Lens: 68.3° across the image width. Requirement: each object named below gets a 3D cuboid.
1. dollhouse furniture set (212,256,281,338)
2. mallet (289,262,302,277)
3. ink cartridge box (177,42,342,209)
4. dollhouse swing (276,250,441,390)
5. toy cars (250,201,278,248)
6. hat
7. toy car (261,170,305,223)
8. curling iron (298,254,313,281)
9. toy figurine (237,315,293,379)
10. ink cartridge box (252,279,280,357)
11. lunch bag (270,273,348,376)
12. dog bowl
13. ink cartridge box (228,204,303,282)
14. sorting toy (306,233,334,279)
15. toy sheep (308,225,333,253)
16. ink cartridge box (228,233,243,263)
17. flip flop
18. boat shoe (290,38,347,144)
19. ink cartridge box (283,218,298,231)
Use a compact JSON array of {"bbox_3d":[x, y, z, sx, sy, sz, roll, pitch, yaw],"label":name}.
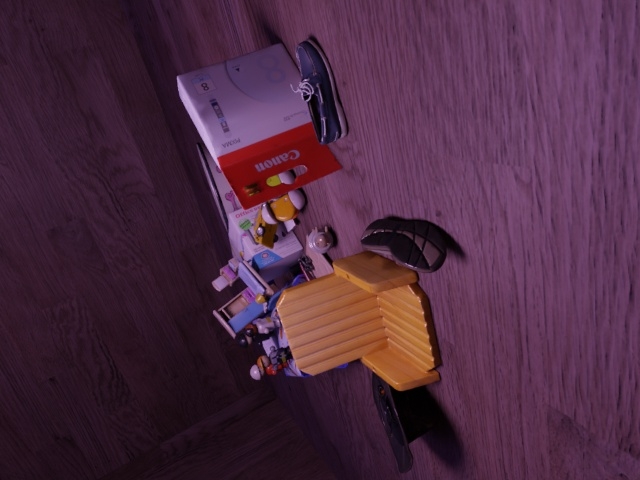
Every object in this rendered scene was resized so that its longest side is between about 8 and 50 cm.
[{"bbox_3d":[-0.326,0.196,1.823,0.286,0.198,0.303,46,155,12],"label":"dollhouse furniture set"},{"bbox_3d":[-0.110,0.136,1.986,0.039,0.062,0.189,62,160,10],"label":"mallet"},{"bbox_3d":[-0.153,-0.309,1.245,0.384,0.308,0.091,60,160,12],"label":"ink cartridge box"},{"bbox_3d":[0.095,0.257,1.298,0.315,0.305,0.346,26,136,59],"label":"dollhouse swing"},{"bbox_3d":[-0.235,-0.160,1.749,0.087,0.176,0.393,0,113,31],"label":"toy cars"},{"bbox_3d":[0.260,0.522,1.440,0.331,0.134,0.331,170,90,-82],"label":"hat"},{"bbox_3d":[-0.138,-0.152,1.657,0.181,0.159,0.136,63,-164,4],"label":"toy car"},{"bbox_3d":[-0.019,0.182,1.755,0.273,0.035,0.068,68,163,2],"label":"curling iron"},{"bbox_3d":[-0.214,0.405,1.789,0.213,0.148,0.209,66,157,19],"label":"toy figurine"},{"bbox_3d":[-0.191,0.366,2.163,0.329,0.072,0.324,68,-158,-9],"label":"ink cartridge box"},{"bbox_3d":[-0.072,0.345,1.913,0.328,0.239,0.385,139,120,-69],"label":"lunch bag"},{"bbox_3d":[-0.401,-0.246,2.057,0.408,0.151,0.407,161,90,-78],"label":"dog bowl"},{"bbox_3d":[-0.230,0.003,1.935,0.270,0.198,0.197,57,158,18],"label":"ink cartridge box"},{"bbox_3d":[0.002,0.100,1.726,0.208,0.038,0.193,57,158,32],"label":"sorting toy"},{"bbox_3d":[0.000,0.000,1.548,0.091,0.091,0.132,64,173,2],"label":"toy sheep"},{"bbox_3d":[-0.311,0.052,2.218,0.168,0.171,0.232,50,155,34],"label":"ink cartridge box"},{"bbox_3d":[0.193,0.016,1.093,0.080,0.112,0.277,46,166,-27],"label":"flip flop"},{"bbox_3d":[-0.014,-0.364,1.171,0.095,0.079,0.254,16,128,64],"label":"boat shoe"},{"bbox_3d":[-0.112,-0.076,1.802,0.062,0.029,0.115,65,158,3],"label":"ink cartridge box"}]
